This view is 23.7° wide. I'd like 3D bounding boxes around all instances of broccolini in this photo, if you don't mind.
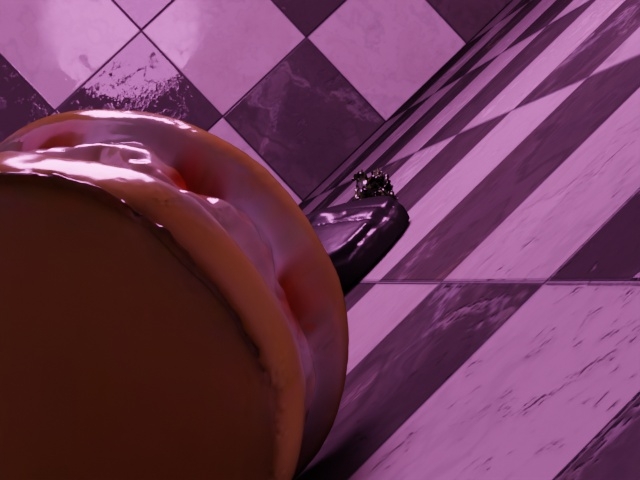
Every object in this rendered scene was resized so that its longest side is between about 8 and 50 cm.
[{"bbox_3d":[-0.006,0.006,1.759,0.271,0.062,0.123,-44,-7,31],"label":"broccolini"}]

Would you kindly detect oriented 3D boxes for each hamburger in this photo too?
[{"bbox_3d":[-0.116,0.081,0.832,0.186,0.261,0.302,-39,-43,-66],"label":"hamburger"}]

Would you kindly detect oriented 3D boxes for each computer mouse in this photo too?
[{"bbox_3d":[-0.030,0.030,1.466,0.270,0.086,0.137,-39,7,38],"label":"computer mouse"}]
